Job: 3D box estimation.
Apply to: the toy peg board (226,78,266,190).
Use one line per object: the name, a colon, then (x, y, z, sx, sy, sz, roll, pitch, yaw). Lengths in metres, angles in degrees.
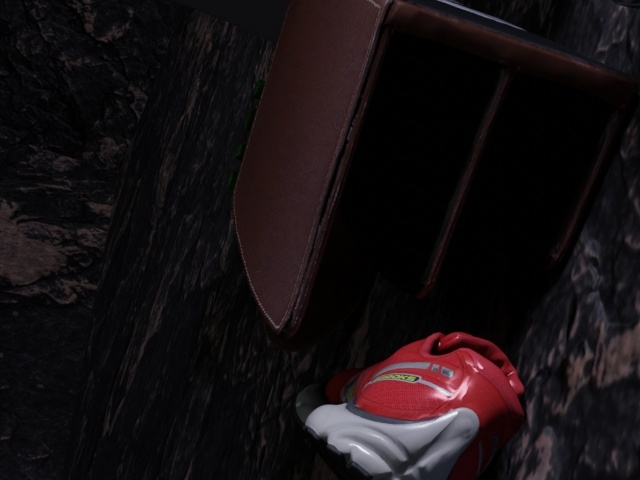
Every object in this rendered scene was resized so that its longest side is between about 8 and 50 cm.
toy peg board: (-0.033, -0.108, 1.379, 0.160, 0.079, 0.161, 156, 130, -72)

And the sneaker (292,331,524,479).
sneaker: (0.060, 0.106, 0.765, 0.118, 0.107, 0.279, -37, 0, -5)

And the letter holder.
letter holder: (0.048, -0.052, 0.867, 0.302, 0.152, 0.215, -119, 47, -71)

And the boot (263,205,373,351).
boot: (0.000, 0.000, 1.145, 0.197, 0.073, 0.152, -61, 15, -5)

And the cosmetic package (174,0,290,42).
cosmetic package: (0.033, -0.364, 1.146, 0.453, 0.230, 0.162, 130, 155, -54)

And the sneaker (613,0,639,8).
sneaker: (0.187, -0.137, 0.622, 0.126, 0.091, 0.240, 96, 178, -46)
